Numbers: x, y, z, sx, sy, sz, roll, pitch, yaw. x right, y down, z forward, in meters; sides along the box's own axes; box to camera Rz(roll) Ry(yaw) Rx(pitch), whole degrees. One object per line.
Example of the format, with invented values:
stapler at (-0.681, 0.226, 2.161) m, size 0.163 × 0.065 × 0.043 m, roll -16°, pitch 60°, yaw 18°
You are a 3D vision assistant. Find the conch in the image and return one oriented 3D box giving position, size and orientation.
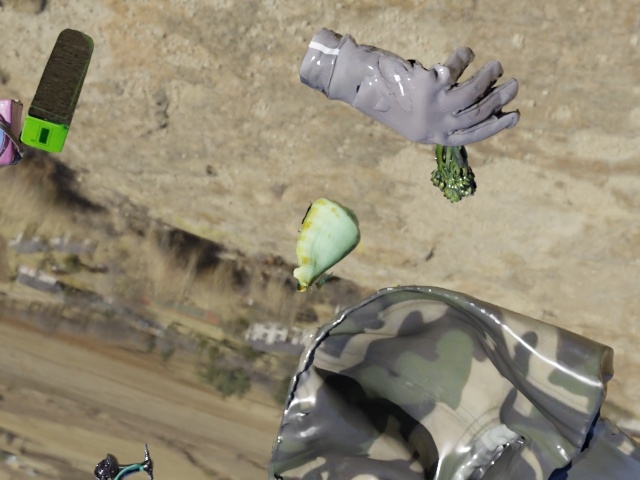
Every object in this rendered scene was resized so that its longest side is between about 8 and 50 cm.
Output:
conch at (0.000, 0.000, 1.313) m, size 0.079 × 0.170 × 0.106 m, roll -17°, pitch 119°, yaw 49°

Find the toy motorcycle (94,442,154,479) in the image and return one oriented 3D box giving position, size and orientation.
toy motorcycle at (-0.315, 0.434, 1.471) m, size 0.100 × 0.173 × 0.058 m, roll -22°, pitch 159°, yaw -16°

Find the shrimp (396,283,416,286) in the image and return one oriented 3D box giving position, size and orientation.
shrimp at (0.137, 0.109, 1.458) m, size 0.042 × 0.101 × 0.190 m, roll 36°, pitch -165°, yaw -2°

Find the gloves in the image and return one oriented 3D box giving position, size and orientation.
gloves at (0.113, -0.185, 1.079) m, size 0.285 × 0.119 × 0.142 m, roll 8°, pitch 157°, yaw -5°

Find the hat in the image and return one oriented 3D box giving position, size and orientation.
hat at (0.160, 0.201, 0.792) m, size 0.366 × 0.257 × 0.381 m, roll -42°, pitch 144°, yaw 26°

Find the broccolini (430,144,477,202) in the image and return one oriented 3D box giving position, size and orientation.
broccolini at (0.181, -0.135, 1.233) m, size 0.068 × 0.091 × 0.203 m, roll -7°, pitch 141°, yaw 13°

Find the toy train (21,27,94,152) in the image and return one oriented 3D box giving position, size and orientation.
toy train at (-0.286, -0.168, 0.950) m, size 0.044 × 0.209 × 0.042 m, roll 18°, pitch 124°, yaw -17°

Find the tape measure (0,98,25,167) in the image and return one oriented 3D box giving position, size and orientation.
tape measure at (-0.543, -0.172, 1.412) m, size 0.125 × 0.118 × 0.074 m, roll 2°, pitch -179°, yaw 5°
